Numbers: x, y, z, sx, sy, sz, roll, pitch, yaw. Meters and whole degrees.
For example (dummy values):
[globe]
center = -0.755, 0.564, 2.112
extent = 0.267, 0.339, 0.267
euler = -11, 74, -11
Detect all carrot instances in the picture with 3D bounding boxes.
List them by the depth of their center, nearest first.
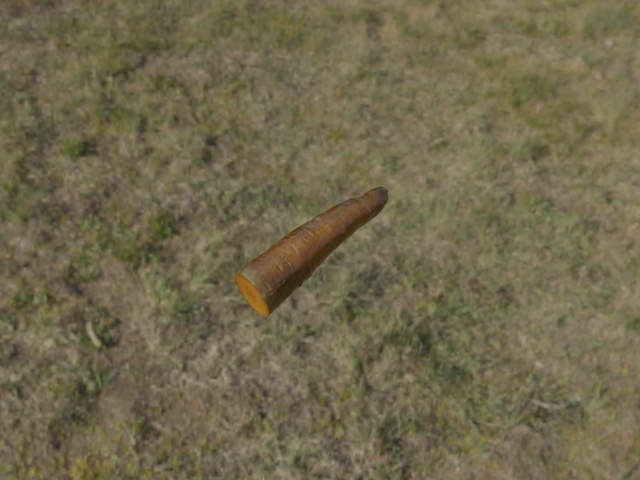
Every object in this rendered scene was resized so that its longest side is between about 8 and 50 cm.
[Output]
[carrot]
center = 0.000, 0.000, 1.078
extent = 0.209, 0.061, 0.061
euler = -38, 53, -19
